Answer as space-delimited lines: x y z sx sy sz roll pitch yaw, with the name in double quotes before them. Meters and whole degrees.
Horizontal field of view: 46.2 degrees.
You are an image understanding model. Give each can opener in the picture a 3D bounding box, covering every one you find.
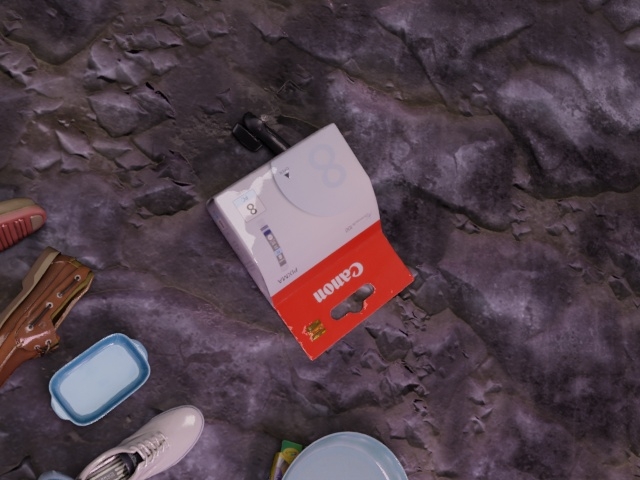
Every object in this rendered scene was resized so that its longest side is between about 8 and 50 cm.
"can opener" -0.096 -0.206 1.603 0.186 0.073 0.059 36 28 -9

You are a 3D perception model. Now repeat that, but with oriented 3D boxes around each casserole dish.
"casserole dish" -0.401 0.253 1.366 0.188 0.037 0.114 -38 88 -25

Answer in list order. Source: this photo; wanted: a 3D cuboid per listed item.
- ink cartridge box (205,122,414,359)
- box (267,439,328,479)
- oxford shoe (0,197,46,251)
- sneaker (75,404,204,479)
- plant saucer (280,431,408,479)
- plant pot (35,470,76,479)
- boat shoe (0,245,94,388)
"ink cartridge box" 0.000 0.000 1.526 0.308 0.091 0.385 -35 94 -23
"box" -0.052 0.476 1.412 0.105 0.043 0.179 20 71 -12
"oxford shoe" -0.689 -0.025 1.301 0.397 0.140 0.146 -17 72 -25
"sneaker" -0.313 0.382 1.325 0.258 0.091 0.094 -34 87 -24
"plant saucer" 0.038 0.518 1.396 0.318 0.044 0.317 7 77 -31
"plant pot" -0.462 0.572 1.085 0.334 0.341 0.341 -31 85 -7
"boat shoe" -0.508 0.158 1.317 0.105 0.111 0.307 27 68 -8
